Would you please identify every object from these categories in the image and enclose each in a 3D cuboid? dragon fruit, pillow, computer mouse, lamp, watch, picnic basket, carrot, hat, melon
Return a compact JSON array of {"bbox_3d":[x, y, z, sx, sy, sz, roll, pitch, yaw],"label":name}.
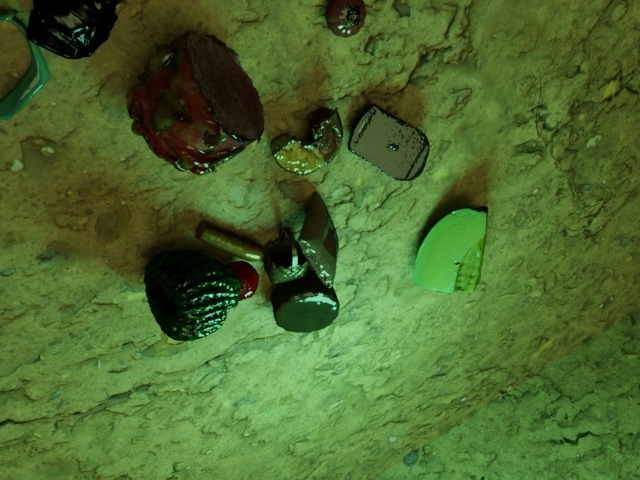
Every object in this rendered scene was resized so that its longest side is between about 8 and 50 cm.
[{"bbox_3d":[-0.311,-0.291,1.096,0.262,0.314,0.296,-23,105,22],"label":"dragon fruit"},{"bbox_3d":[0.000,0.000,1.480,0.084,0.236,0.223,-10,127,18],"label":"pillow"},{"bbox_3d":[0.211,-0.296,1.478,0.295,0.087,0.168,26,102,-25],"label":"computer mouse"},{"bbox_3d":[0.063,-0.569,1.210,0.107,0.092,0.108,-14,126,-20],"label":"lamp"},{"bbox_3d":[-0.673,-0.359,0.973,0.237,0.068,0.195,-41,128,6],"label":"watch"},{"bbox_3d":[-0.100,0.040,1.493,0.137,0.128,0.179,-11,134,-24],"label":"picnic basket"},{"bbox_3d":[-0.262,0.009,1.430,0.225,0.067,0.067,27,105,-36],"label":"carrot"},{"bbox_3d":[-0.308,0.126,1.366,0.332,0.274,0.242,-13,138,-42],"label":"hat"},{"bbox_3d":[0.524,0.029,1.779,0.331,0.226,0.344,6,104,-18],"label":"melon"}]

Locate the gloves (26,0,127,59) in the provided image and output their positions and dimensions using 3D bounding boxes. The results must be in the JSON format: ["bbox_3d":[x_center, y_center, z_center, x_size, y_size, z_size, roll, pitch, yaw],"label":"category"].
[{"bbox_3d":[-0.483,-0.476,0.971,0.164,0.124,0.203,7,125,-55],"label":"gloves"}]

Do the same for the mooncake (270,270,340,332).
[{"bbox_3d":[-0.053,0.206,1.617,0.228,0.124,0.228,-7,137,-7],"label":"mooncake"}]

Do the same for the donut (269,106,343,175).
[{"bbox_3d":[-0.037,-0.273,1.355,0.217,0.085,0.141,-32,130,-5],"label":"donut"}]
